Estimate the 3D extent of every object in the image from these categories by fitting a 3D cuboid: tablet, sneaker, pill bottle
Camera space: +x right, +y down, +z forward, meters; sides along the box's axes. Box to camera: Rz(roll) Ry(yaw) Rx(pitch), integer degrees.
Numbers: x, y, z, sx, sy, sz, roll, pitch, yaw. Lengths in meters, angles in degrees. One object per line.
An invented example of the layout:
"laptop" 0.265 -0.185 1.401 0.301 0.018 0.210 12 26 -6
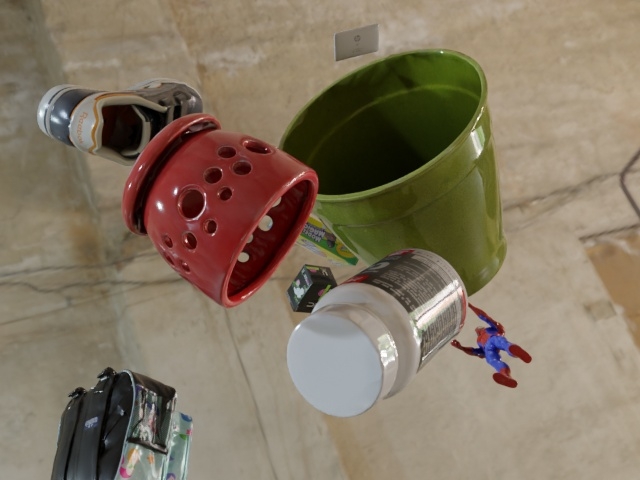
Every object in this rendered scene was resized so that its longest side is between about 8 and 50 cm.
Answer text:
"tablet" 0.062 -0.340 1.343 0.083 0.006 0.054 -17 -45 -15
"sneaker" -0.282 -0.187 1.256 0.321 0.127 0.126 -20 -51 -53
"pill bottle" 0.083 0.119 1.068 0.161 0.161 0.283 -37 -6 32

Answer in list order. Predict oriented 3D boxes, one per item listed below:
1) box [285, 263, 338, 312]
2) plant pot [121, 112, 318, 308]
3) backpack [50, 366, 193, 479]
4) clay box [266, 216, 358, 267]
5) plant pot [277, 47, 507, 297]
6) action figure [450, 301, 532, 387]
"box" -0.017 0.094 1.500 0.062 0.052 0.083 8 -48 -33
"plant pot" -0.122 -0.044 0.915 0.191 0.174 0.191 -53 -11 -15
"backpack" -0.330 0.368 1.262 0.225 0.254 0.191 -31 -52 32
"clay box" 0.000 0.000 1.696 0.053 0.222 0.127 -62 11 -10
"plant pot" 0.163 -0.078 1.365 0.366 0.367 0.353 -26 -53 8
"action figure" 0.313 0.192 1.534 0.092 0.139 0.280 -60 0 5
